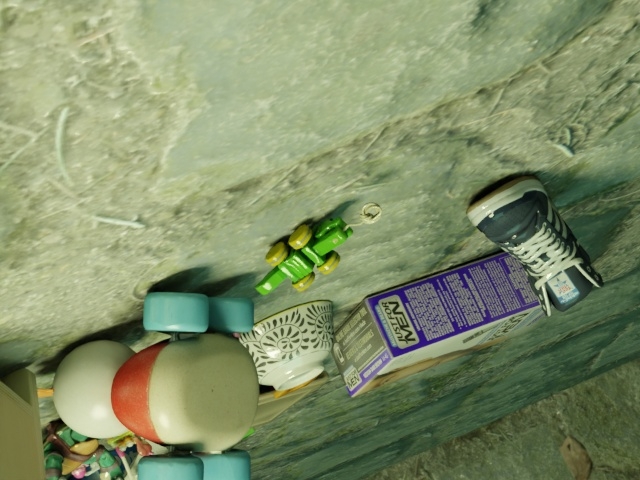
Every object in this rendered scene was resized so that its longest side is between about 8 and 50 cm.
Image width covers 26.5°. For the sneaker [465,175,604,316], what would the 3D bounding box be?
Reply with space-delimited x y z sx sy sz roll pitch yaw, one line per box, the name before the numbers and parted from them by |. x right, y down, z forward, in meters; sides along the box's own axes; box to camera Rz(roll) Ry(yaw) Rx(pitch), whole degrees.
sneaker | 0.287 0.012 1.781 0.099 0.153 0.282 -31 163 16

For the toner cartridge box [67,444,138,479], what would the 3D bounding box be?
toner cartridge box | -0.368 0.437 2.287 0.165 0.075 0.348 -14 160 -38

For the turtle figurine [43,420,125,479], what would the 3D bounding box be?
turtle figurine | -0.321 0.288 1.817 0.234 0.118 0.175 -48 169 21

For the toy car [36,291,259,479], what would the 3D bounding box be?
toy car | -0.212 0.171 1.561 0.238 0.219 0.210 0 176 25

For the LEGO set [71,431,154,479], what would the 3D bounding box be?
LEGO set | -0.224 0.272 1.922 0.287 0.107 0.132 -34 162 28

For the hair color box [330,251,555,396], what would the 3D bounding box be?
hair color box | 0.198 0.117 2.068 0.339 0.110 0.185 -16 163 -25

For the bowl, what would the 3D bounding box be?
bowl | -0.044 0.157 1.881 0.170 0.080 0.170 -23 165 -7

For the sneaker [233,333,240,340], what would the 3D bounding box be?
sneaker | -0.144 0.150 1.750 0.119 0.057 0.047 -9 159 -41

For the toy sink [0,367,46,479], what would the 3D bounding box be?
toy sink | -0.391 0.223 1.433 0.153 0.234 0.131 -27 134 11

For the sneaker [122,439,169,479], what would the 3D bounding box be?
sneaker | -0.267 0.393 2.065 0.292 0.108 0.169 -55 175 -6

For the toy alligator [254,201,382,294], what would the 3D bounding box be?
toy alligator | 0.000 0.000 1.513 0.190 0.056 0.051 -36 -157 29

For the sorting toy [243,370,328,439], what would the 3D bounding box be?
sorting toy | -0.104 0.265 2.197 0.196 0.047 0.348 -16 162 -44
